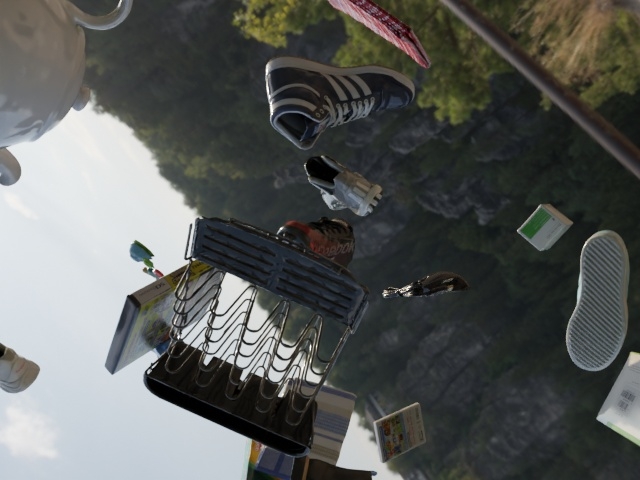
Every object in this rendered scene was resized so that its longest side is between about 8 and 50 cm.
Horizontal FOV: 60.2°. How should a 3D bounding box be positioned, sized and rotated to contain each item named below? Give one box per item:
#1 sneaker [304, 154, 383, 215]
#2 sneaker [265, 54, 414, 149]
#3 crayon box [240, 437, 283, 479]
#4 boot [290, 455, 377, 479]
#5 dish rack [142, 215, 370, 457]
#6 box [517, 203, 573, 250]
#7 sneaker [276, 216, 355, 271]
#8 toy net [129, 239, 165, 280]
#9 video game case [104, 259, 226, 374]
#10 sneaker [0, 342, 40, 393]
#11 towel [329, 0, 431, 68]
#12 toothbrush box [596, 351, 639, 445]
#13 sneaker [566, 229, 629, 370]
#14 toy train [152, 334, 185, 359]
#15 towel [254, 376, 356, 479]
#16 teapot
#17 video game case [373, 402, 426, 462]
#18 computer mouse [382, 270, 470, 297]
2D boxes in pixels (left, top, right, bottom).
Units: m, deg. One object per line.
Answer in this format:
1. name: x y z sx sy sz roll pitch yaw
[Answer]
1. sneaker: 0.021 -0.118 1.045 0.132 0.086 0.229 32 177 -20
2. sneaker: 0.039 -0.241 1.003 0.099 0.283 0.153 112 160 -58
3. crayon box: -0.128 0.614 1.540 0.166 0.081 0.278 17 -158 -9
4. boot: 0.015 0.417 0.809 0.076 0.137 0.197 99 179 -47
5. dish rack: -0.071 0.105 0.582 0.209 0.074 0.271 22 132 2
6. box: 0.619 -0.037 1.521 0.087 0.101 0.102 47 -152 23
7. sneaker: 0.000 0.000 1.120 0.098 0.135 0.276 25 172 27
8. toy net: -0.452 0.091 1.556 0.122 0.045 0.232 20 153 31
9. video game case: -0.308 0.139 1.129 0.035 0.248 0.274 46 134 11
10. sneaker: -0.695 0.243 1.134 0.090 0.233 0.115 -73 -26 -48
11. towel: 0.101 -0.459 1.139 0.275 0.031 0.199 42 -166 18
12. toothbrush box: 0.547 0.271 0.704 0.283 0.122 0.206 27 179 7
13. sneaker: 0.722 0.149 1.404 0.135 0.150 0.365 14 110 33
14. toy train: -0.355 0.264 1.316 0.184 0.080 0.105 46 154 11
15. towel: -0.035 0.514 1.489 0.210 0.284 0.034 11 139 14
16. teapot: -0.353 -0.206 0.628 0.187 0.252 0.256 21 167 -42
17. video game case: 0.168 0.402 1.156 0.011 0.122 0.087 -5 96 57
18. computer mouse: 0.313 0.114 1.482 0.184 0.262 0.060 164 101 -67
